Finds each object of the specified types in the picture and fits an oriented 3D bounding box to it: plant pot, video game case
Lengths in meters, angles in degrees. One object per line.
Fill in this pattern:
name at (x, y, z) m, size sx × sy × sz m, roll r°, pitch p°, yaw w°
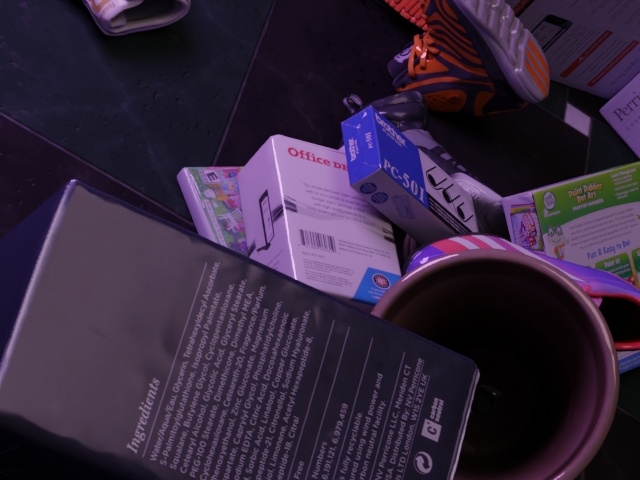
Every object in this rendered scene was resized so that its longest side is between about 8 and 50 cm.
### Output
plant pot at (0.168, 0.154, 1.655) m, size 0.263 × 0.229 × 0.263 m, roll -1°, pitch 79°, yaw 4°
video game case at (-0.045, 0.008, 1.789) m, size 0.193 × 0.023 × 0.212 m, roll -3°, pitch 59°, yaw -39°

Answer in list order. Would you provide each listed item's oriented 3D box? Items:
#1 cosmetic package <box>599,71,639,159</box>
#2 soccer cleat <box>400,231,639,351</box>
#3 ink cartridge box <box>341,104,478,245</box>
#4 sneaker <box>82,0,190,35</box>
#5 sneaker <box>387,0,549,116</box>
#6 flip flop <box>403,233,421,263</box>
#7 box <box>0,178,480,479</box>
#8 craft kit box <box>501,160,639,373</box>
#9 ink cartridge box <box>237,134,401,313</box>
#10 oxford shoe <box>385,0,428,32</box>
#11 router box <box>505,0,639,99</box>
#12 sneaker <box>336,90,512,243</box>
cosmetic package at (0.642, -0.101, 2.253) m, size 0.453 × 0.230 × 0.161 m, roll 50°, pitch 43°, yaw 9°
soccer cleat at (0.243, 0.064, 1.777) m, size 0.318 × 0.108 × 0.116 m, roll 13°, pitch 6°, yaw -24°
ink cartridge box at (0.105, -0.055, 1.794) m, size 0.207 × 0.046 × 0.097 m, roll 38°, pitch 33°, yaw -40°
sneaker at (-0.278, -0.326, 1.817) m, size 0.293 × 0.108 × 0.169 m, roll 4°, pitch 52°, yaw -37°
sneaker at (0.145, -0.270, 2.024) m, size 0.321 × 0.180 × 0.124 m, roll 54°, pitch 36°, yaw -30°
flip flop at (0.199, 0.087, 1.870) m, size 0.112 × 0.080 × 0.277 m, roll -17°, pitch 68°, yaw -44°
box at (-0.119, 0.151, 1.377) m, size 0.395 × 0.293 × 0.212 m, roll 25°, pitch 66°, yaw -21°
craft kit box at (0.344, 0.041, 1.968) m, size 0.250 × 0.061 × 0.246 m, roll -14°, pitch 95°, yaw -44°
ink cartridge box at (0.000, 0.000, 1.747) m, size 0.148 × 0.086 × 0.203 m, roll 14°, pitch 49°, yaw -30°
oxford shoe at (0.107, -0.418, 2.163) m, size 0.363 × 0.130 × 0.133 m, roll 53°, pitch 19°, yaw 10°
router box at (0.379, -0.357, 2.180) m, size 0.301 × 0.335 × 0.082 m, roll 15°, pitch 49°, yaw -30°
sneaker at (0.138, -0.095, 1.953) m, size 0.269 × 0.101 × 0.153 m, roll 22°, pitch 47°, yaw -21°
